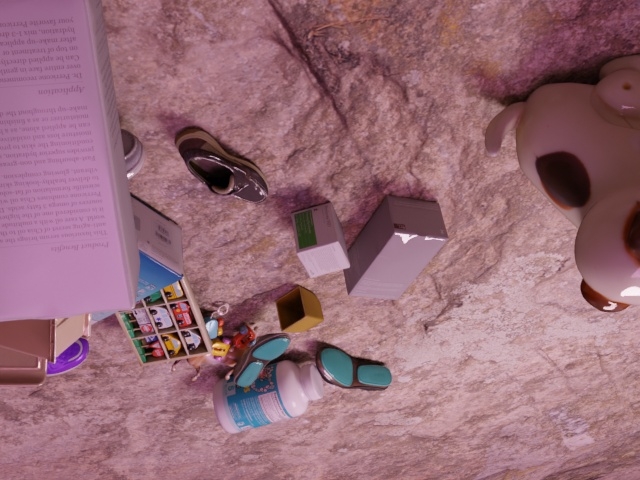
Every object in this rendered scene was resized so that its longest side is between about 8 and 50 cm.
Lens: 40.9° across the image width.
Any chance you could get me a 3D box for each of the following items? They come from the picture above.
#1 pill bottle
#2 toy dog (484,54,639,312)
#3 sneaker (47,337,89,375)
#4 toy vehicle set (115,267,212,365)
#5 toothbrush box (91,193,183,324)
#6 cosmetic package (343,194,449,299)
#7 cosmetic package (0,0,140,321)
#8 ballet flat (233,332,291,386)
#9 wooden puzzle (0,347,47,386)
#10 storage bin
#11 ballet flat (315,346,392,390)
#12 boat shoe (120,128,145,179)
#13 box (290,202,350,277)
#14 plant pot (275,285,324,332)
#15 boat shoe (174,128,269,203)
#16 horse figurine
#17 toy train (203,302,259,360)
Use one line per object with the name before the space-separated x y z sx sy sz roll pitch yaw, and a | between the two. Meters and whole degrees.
pill bottle | -0.130 0.392 2.188 0.264 0.146 0.146 -18 144 12
toy dog | 0.499 -0.088 1.414 0.396 0.407 0.284 7 142 -22
sneaker | -0.647 0.233 1.843 0.294 0.102 0.146 3 163 -18
toy vehicle set | -0.346 0.159 1.843 0.166 0.035 0.266 -11 131 3
toothbrush box | -0.440 0.037 1.623 0.296 0.126 0.216 -28 140 23
cosmetic package | 0.148 0.020 1.760 0.127 0.107 0.238 8 139 -23
cosmetic package | -0.397 -0.123 1.202 0.230 0.161 0.452 -5 114 -6
ballet flat | -0.143 0.259 1.989 0.072 0.068 0.213 18 130 -30
wooden puzzle | -0.663 0.176 1.732 0.221 0.044 0.238 4 99 -18
storage bin | -0.535 0.047 1.463 0.263 0.123 0.260 14 113 11
ballet flat | 0.065 0.348 2.222 0.096 0.095 0.281 -23 145 40
boat shoe | -0.445 -0.149 1.371 0.321 0.118 0.103 3 148 -6
box | 0.000 0.000 1.694 0.087 0.101 0.102 -15 145 8
plant pot | -0.040 0.163 1.943 0.082 0.081 0.083 -34 144 31
boat shoe | -0.172 -0.113 1.517 0.080 0.073 0.223 -26 142 23
horse figurine | -0.254 0.285 2.076 0.264 0.066 0.174 2 145 -15
toy train | -0.223 0.207 1.990 0.125 0.046 0.166 -43 134 -9
